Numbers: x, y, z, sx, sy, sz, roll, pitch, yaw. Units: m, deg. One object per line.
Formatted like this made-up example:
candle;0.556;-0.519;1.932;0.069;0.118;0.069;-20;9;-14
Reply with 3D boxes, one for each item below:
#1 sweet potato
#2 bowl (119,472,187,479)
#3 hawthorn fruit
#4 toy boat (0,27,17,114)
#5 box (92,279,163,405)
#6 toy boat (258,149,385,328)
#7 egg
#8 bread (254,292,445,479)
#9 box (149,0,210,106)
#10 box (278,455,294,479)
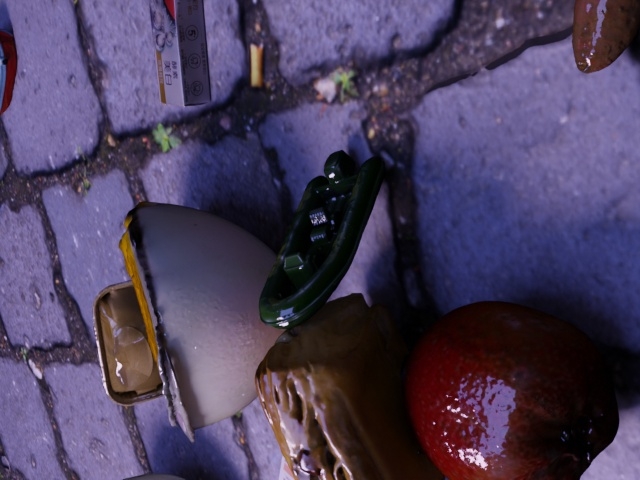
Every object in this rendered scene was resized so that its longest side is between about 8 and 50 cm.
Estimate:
sweet potato;0.217;-0.223;0.625;0.050;0.050;0.214;29;120;38
bowl;-0.203;0.446;1.267;0.277;0.145;0.277;21;119;44
hawthorn fruit;0.146;0.124;0.751;0.188;0.169;0.169;26;123;45
toy boat;-0.516;-0.264;1.404;0.069;0.058;0.173;50;135;23
box;-0.256;0.136;1.243;0.111;0.111;0.177;11;113;45
toy boat;0.000;0.000;0.856;0.104;0.210;0.052;-12;132;40
egg;-0.121;0.076;1.029;0.286;0.174;0.265;-156;53;-71
bread;0.043;0.160;0.832;0.099;0.235;0.211;-23;91;20
box;-0.166;-0.265;1.033;0.055;0.039;0.218;17;117;44
box;0.044;0.296;0.988;0.199;0.081;0.135;35;129;37
